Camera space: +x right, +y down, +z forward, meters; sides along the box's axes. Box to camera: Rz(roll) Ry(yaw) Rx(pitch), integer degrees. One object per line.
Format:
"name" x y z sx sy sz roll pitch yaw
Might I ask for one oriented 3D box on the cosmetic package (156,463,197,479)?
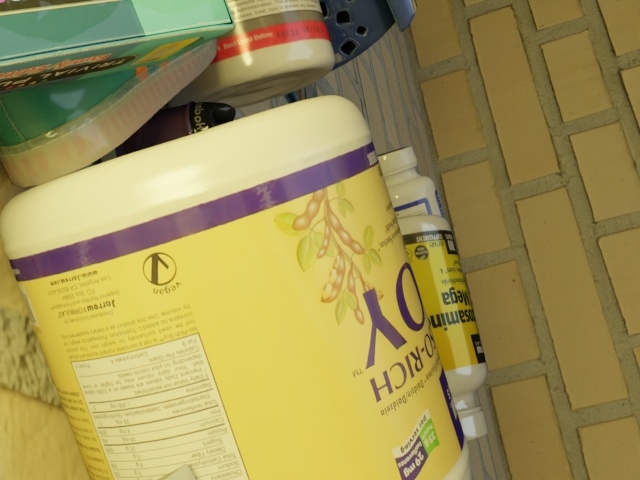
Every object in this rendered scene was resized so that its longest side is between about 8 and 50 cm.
"cosmetic package" -0.126 0.185 0.365 0.085 0.117 0.231 58 15 3

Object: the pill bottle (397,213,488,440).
"pill bottle" 0.143 0.142 1.327 0.188 0.188 0.333 21 55 -73

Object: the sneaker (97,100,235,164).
"sneaker" -0.076 -0.013 0.798 0.283 0.124 0.107 56 23 -51

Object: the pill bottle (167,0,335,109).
"pill bottle" -0.110 -0.298 0.873 0.176 0.176 0.318 -24 98 -76

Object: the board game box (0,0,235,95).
"board game box" -0.206 -0.239 0.432 0.254 0.079 0.335 -26 100 -48

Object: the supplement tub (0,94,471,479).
"supplement tub" -0.041 0.094 0.577 0.241 0.241 0.331 -45 118 -74

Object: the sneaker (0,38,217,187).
"sneaker" -0.162 -0.158 0.651 0.302 0.108 0.121 -72 146 -58

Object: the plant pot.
"plant pot" 0.039 -0.448 1.508 0.236 0.212 0.235 -82 148 -60

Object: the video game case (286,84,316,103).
"video game case" -0.040 -0.254 1.422 0.166 0.015 0.119 57 22 -49

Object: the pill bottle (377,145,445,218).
"pill bottle" 0.158 -0.034 1.657 0.152 0.152 0.271 -38 111 -75
